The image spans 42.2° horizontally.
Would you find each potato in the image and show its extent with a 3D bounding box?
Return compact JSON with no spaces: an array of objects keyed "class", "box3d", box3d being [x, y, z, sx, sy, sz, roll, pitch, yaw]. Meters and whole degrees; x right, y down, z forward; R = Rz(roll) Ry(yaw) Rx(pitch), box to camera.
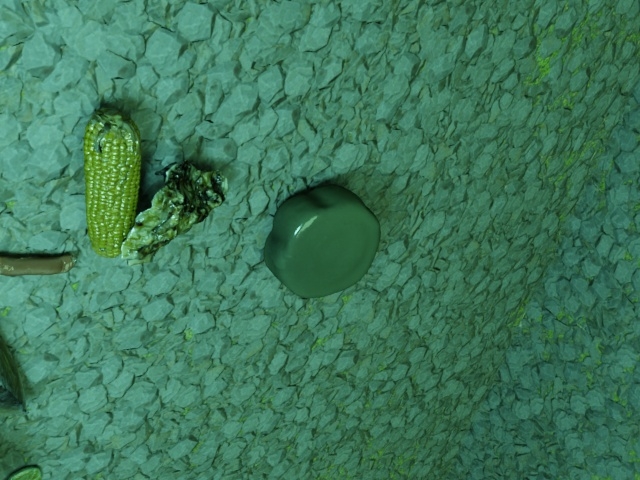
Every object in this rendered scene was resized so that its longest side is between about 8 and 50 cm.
[{"class":"potato","box3d":[-0.628,0.236,1.521,0.120,0.100,0.261,-6,149,-4]}]

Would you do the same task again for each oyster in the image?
[{"class":"oyster","box3d":[-0.274,-0.043,1.537,0.223,0.083,0.214,-58,166,11]}]

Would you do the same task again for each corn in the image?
[{"class":"corn","box3d":[-0.363,-0.091,1.455,0.106,0.106,0.293,-18,133,-32]}]

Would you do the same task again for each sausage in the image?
[{"class":"sausage","box3d":[-0.512,0.044,1.484,0.158,0.036,0.042,-1,158,-42]}]

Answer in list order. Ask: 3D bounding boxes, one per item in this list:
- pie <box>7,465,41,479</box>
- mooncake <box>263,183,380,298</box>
[{"class":"pie","box3d":[-0.643,0.520,1.791,0.085,0.017,0.085,-25,138,-25]},{"class":"mooncake","box3d":[0.000,0.000,1.847,0.275,0.135,0.275,-21,133,-24]}]
